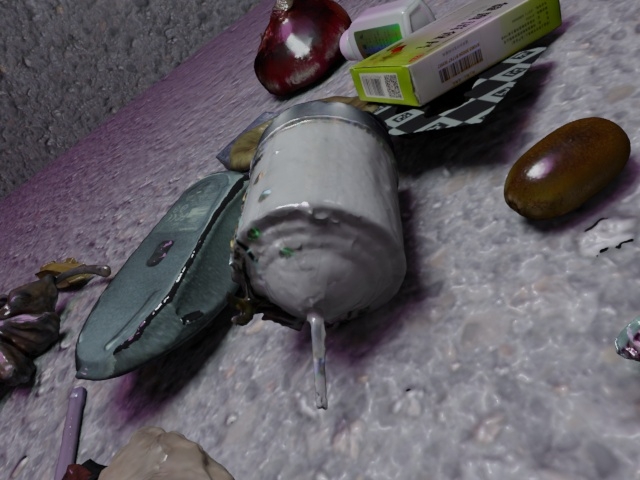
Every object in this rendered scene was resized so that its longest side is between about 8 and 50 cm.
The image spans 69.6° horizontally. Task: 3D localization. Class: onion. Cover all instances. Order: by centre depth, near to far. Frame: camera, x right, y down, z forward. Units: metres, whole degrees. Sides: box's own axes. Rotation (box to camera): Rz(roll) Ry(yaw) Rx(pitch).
[{"bbox_3d":[-0.064,-0.486,1.103,0.272,0.195,0.271,-19,48,23],"label":"onion"}]

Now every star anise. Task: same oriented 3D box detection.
[{"bbox_3d":[-0.600,0.198,0.894,0.360,0.139,0.315,-11,48,12],"label":"star anise"}]

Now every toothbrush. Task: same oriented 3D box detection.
[{"bbox_3d":[-0.325,0.311,0.570,0.024,0.029,0.354,-26,33,-5],"label":"toothbrush"}]

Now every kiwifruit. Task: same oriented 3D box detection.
[{"bbox_3d":[0.238,-0.070,0.447,0.125,0.075,0.075,-33,34,2],"label":"kiwifruit"}]

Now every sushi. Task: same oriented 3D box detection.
[{"bbox_3d":[0.171,-0.180,0.640,0.220,0.047,0.231,4,39,45],"label":"sushi"}]

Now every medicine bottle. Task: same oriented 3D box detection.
[{"bbox_3d":[0.121,-0.381,0.873,0.078,0.115,0.219,-49,34,-12],"label":"medicine bottle"}]

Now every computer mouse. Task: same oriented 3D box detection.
[{"bbox_3d":[-0.196,0.052,0.674,0.203,0.114,0.373,1,50,41],"label":"computer mouse"}]

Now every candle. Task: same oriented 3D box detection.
[{"bbox_3d":[0.000,0.000,0.494,0.188,0.187,0.330,-22,39,24],"label":"candle"}]

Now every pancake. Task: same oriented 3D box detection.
[{"bbox_3d":[-0.030,-0.193,0.806,0.295,0.049,0.294,-19,26,9],"label":"pancake"}]

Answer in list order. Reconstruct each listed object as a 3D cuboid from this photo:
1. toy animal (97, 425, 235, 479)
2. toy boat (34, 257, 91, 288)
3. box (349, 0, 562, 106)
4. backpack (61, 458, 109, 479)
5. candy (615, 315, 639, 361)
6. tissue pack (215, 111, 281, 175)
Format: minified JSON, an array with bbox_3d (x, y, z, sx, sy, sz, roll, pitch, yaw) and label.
[{"bbox_3d":[-0.061,0.277,0.223,0.358,0.188,0.226,25,80,52],"label":"toy animal"},{"bbox_3d":[-0.595,0.073,1.077,0.206,0.064,0.072,-4,30,39],"label":"toy boat"},{"bbox_3d":[0.195,-0.292,0.695,0.261,0.062,0.175,-31,28,-11],"label":"box"},{"bbox_3d":[-0.203,0.276,0.428,0.165,0.105,0.120,-13,37,38],"label":"backpack"},{"bbox_3d":[0.264,0.094,0.259,0.045,0.043,0.175,-46,39,-6],"label":"candy"},{"bbox_3d":[-0.135,-0.205,0.971,0.156,0.051,0.112,-46,37,-11],"label":"tissue pack"}]
